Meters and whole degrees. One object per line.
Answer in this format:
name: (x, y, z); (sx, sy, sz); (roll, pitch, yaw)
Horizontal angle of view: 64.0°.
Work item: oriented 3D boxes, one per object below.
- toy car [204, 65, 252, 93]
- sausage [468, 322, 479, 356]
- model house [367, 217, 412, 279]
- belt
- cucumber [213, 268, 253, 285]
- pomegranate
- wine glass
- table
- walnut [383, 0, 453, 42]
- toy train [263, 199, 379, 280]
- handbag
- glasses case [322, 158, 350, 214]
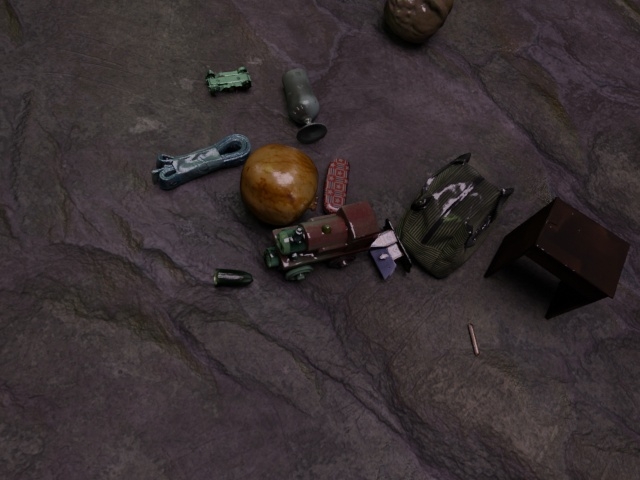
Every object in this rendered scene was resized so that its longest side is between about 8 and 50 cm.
toy car: (-0.292, -0.505, 1.631); (0.144, 0.054, 0.073); (-16, 74, -19)
sausage: (0.448, 0.289, 1.497); (0.015, 0.015, 0.100); (-3, 68, -16)
model house: (0.190, 0.033, 1.501); (0.088, 0.117, 0.166); (-25, 76, -6)
belt: (-0.344, -0.232, 1.490); (0.303, 0.072, 0.087); (-23, 79, -24)
cucumber: (-0.234, 0.100, 1.386); (0.105, 0.048, 0.048); (3, 67, -15)
pomegranate: (-0.110, -0.153, 1.427); (0.249, 0.248, 0.248); (5, 66, -12)
wine glass: (-0.055, -0.432, 1.633); (0.103, 0.103, 0.230); (-8, 67, -17)
table: (0.681, 0.066, 1.506); (0.251, 0.282, 0.196); (34, 63, 1)
walnut: (0.354, -0.845, 1.847); (0.249, 0.248, 0.248); (5, 66, -12)
toy train: (0.000, 0.000, 1.392); (0.305, 0.221, 0.150); (-14, 71, -20)
handbag: (0.398, -0.082, 1.524); (0.247, 0.240, 0.341); (43, 65, 11)
glasses case: (0.046, -0.162, 1.570); (0.073, 0.049, 0.194); (12, 65, -8)
